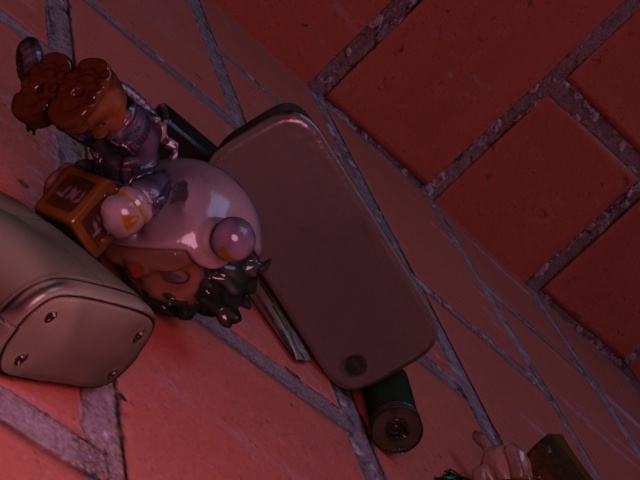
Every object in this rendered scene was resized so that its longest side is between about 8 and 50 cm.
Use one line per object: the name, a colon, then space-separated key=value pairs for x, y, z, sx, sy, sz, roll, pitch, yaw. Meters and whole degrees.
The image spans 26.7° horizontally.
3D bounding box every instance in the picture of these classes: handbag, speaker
handbag: x=-0.317 y=0.011 z=1.288 sx=0.315 sy=0.109 sz=0.241 roll=38 pitch=6 yaw=29
speaker: x=0.000 y=0.000 z=1.951 sx=0.406 sy=0.183 sz=0.184 roll=58 pitch=6 yaw=-13

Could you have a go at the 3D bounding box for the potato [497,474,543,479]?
potato: x=0.250 y=0.395 z=1.755 sx=0.173 sy=0.140 sz=0.300 roll=39 pitch=20 yaw=16

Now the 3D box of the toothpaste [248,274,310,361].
toothpaste: x=-0.074 y=0.092 z=1.900 sx=0.197 sy=0.029 sz=0.048 roll=55 pitch=15 yaw=22

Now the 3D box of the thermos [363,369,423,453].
thermos: x=0.104 y=0.233 z=1.940 sx=0.083 sy=0.073 sz=0.188 roll=42 pitch=13 yaw=-16

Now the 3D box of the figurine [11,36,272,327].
figurine: x=-0.189 y=-0.039 z=1.475 sx=0.261 sy=0.186 sz=0.382 roll=27 pitch=-16 yaw=38

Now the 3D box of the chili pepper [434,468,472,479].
chili pepper: x=0.248 y=0.399 z=1.925 sx=0.224 sy=0.061 sz=0.098 roll=35 pitch=-5 yaw=-26

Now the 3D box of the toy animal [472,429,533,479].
toy animal: x=0.320 y=0.391 z=2.101 sx=0.185 sy=0.104 sz=0.184 roll=35 pitch=17 yaw=-30

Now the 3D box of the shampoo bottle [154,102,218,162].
shampoo bottle: x=-0.196 y=-0.118 z=2.031 sx=0.246 sy=0.079 sz=0.080 roll=40 pitch=12 yaw=-27

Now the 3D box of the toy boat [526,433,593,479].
toy boat: x=0.446 y=0.467 z=2.198 sx=0.162 sy=0.136 sz=0.445 roll=33 pitch=16 yaw=-31
